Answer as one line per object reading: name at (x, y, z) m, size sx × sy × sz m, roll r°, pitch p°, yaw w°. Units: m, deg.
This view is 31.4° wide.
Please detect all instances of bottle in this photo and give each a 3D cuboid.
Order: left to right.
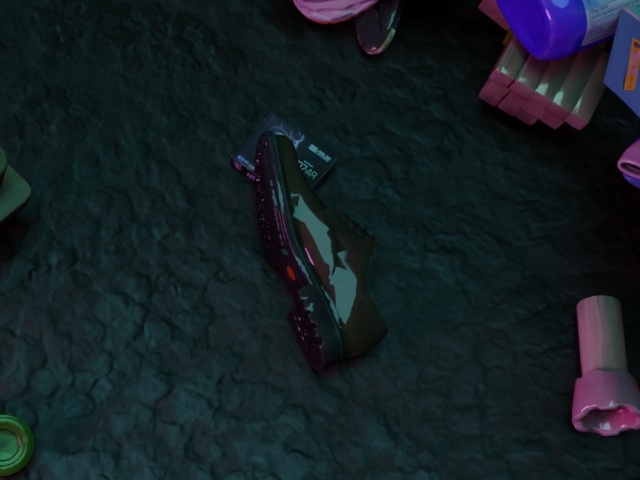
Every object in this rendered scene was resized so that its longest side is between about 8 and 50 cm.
bottle at (0.310, -0.269, 1.089) m, size 0.282 × 0.092 × 0.118 m, roll -23°, pitch 68°, yaw -13°

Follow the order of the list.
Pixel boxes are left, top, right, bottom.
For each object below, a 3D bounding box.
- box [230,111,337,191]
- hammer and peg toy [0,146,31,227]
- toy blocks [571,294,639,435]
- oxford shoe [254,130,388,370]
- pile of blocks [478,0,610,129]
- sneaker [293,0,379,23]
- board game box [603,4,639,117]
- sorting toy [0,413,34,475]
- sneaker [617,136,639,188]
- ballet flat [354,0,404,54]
box at (-0.036, -0.077, 1.119) m, size 0.083 × 0.018 × 0.067 m, roll 37°, pitch 67°, yaw 11°
hammer and peg toy at (-0.448, -0.015, 0.935) m, size 0.266 × 0.127 × 0.361 m, roll 43°, pitch 55°, yaw 0°
toy blocks at (0.393, 0.128, 0.925) m, size 0.308 × 0.289 × 0.260 m, roll 7°, pitch 58°, yaw -6°
oxford shoe at (0.000, 0.000, 1.057) m, size 0.096 × 0.083 × 0.227 m, roll -17°, pitch 81°, yaw -17°
pile of blocks at (0.236, -0.273, 1.197) m, size 0.148 × 0.112 × 0.362 m, roll 7°, pitch 72°, yaw -12°
sneaker at (0.074, -0.299, 1.117) m, size 0.262 × 0.121 × 0.099 m, roll -18°, pitch 63°, yaw 18°
board game box at (0.399, -0.100, 0.901) m, size 0.253 × 0.079 × 0.336 m, roll 6°, pitch 23°, yaw -5°
sorting toy at (-0.296, 0.166, 0.970) m, size 0.101 × 0.042 × 0.061 m, roll 8°, pitch 79°, yaw -15°
sneaker at (0.378, -0.158, 1.140) m, size 0.236 × 0.130 × 0.323 m, roll -23°, pitch 75°, yaw -20°
ballet flat at (0.071, -0.273, 1.210) m, size 0.057 × 0.049 × 0.173 m, roll -2°, pitch 68°, yaw 26°
